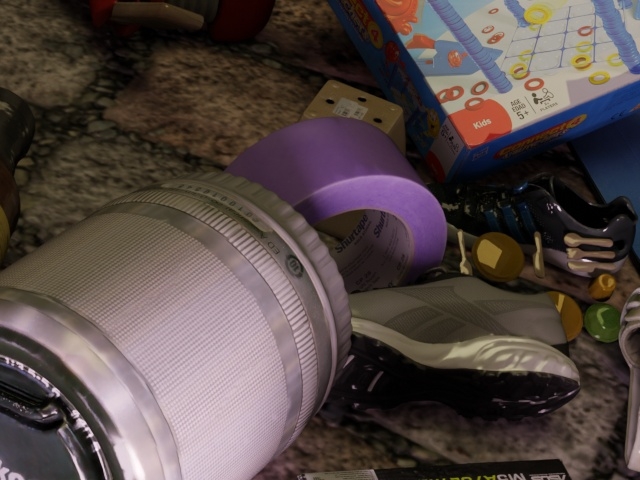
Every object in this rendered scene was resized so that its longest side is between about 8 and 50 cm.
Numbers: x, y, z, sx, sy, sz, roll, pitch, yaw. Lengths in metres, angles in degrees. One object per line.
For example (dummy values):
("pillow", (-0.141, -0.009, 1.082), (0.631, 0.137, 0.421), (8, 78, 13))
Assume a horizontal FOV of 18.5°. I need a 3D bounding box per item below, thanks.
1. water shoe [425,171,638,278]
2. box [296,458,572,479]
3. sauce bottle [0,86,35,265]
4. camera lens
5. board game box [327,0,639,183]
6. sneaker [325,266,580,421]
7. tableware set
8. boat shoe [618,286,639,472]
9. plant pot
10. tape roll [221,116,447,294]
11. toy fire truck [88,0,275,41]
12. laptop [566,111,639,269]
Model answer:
("water shoe", (0.183, -0.032, 1.760), (0.203, 0.080, 0.073), (14, 36, -2))
("box", (0.057, 0.224, 1.291), (0.190, 0.184, 0.045), (0, 37, -22))
("sauce bottle", (-0.295, -0.003, 1.522), (0.111, 0.111, 0.344), (16, 35, 0))
("camera lens", (-0.131, 0.093, 1.360), (0.219, 0.219, 0.274), (30, 39, 19))
("board game box", (0.181, -0.238, 1.885), (0.308, 0.086, 0.302), (-23, 71, -22))
("sneaker", (0.072, 0.072, 1.552), (0.271, 0.100, 0.108), (9, 56, -20))
("tableware set", (0.188, 0.043, 1.699), (0.154, 0.024, 0.104), (3, 63, -14))
("boat shoe", (0.298, 0.076, 1.636), (0.094, 0.109, 0.302), (10, 41, -4))
("plant pot", (0.019, -0.077, 1.745), (0.109, 0.096, 0.109), (23, 37, 8))
("tape roll", (0.000, 0.000, 1.559), (0.189, 0.189, 0.080), (-6, 42, -27))
("toy fire truck", (-0.131, -0.247, 1.887), (0.217, 0.158, 0.246), (2, 50, -19))
("laptop", (0.472, -0.145, 1.899), (0.236, 0.408, 0.382), (34, 23, -38))
